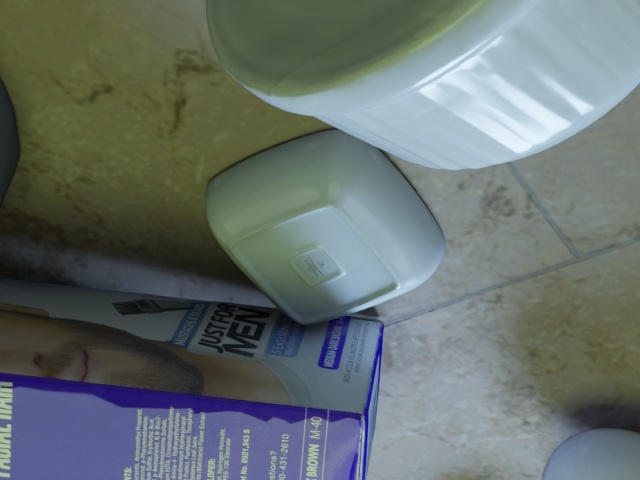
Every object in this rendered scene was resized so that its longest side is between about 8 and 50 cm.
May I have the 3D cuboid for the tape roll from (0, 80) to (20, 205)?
[{"bbox_3d":[-0.322,-0.067,1.199,0.219,0.072,0.219,6,135,6],"label":"tape roll"}]

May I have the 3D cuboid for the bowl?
[{"bbox_3d":[0.000,0.000,1.201,0.142,0.053,0.142,-21,125,29],"label":"bowl"}]

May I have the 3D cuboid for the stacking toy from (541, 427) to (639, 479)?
[{"bbox_3d":[0.350,0.317,1.316,0.480,0.350,0.350,43,131,-2],"label":"stacking toy"}]

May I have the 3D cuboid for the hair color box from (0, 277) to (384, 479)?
[{"bbox_3d":[-0.131,0.112,1.225,0.339,0.185,0.110,5,108,4],"label":"hair color box"}]

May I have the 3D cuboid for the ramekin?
[{"bbox_3d":[0.080,-0.160,0.884,0.273,0.273,0.127,-27,135,33],"label":"ramekin"}]
